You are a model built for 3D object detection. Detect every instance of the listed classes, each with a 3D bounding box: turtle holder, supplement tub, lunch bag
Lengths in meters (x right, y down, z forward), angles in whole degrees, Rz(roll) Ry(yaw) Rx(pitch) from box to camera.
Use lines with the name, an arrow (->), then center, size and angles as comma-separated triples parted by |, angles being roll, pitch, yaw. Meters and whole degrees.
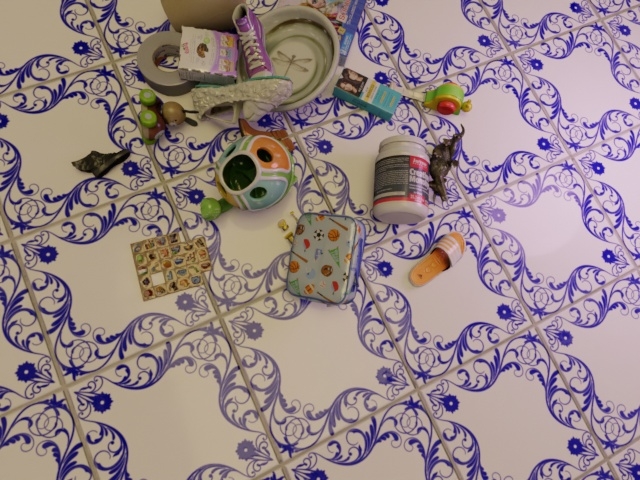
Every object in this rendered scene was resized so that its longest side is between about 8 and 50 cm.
turtle holder -> -0.249, -0.209, 1.362 | 0.319, 0.227, 0.244 | -9, 97, 13
supplement tub -> 0.282, -0.206, 1.471 | 0.190, 0.191, 0.273 | 6, 77, -6
lunch bag -> 0.024, 0.063, 1.364 | 0.242, 0.115, 0.304 | 8, 87, 23

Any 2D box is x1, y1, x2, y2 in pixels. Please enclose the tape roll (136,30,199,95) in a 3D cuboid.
tape roll -> -0.537, -0.636, 1.518 | 0.218, 0.072, 0.220 | 2, 77, -7

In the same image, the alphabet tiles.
alphabet tiles -> -0.488, 0.073, 1.399 | 0.236, 0.009, 0.199 | -16, 80, -11

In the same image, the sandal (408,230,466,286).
sandal -> 0.428, 0.068, 1.488 | 0.265, 0.076, 0.102 | -41, 86, -14

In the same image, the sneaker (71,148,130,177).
sneaker -> -0.736, -0.277, 1.421 | 0.170, 0.051, 0.089 | -42, 90, -11

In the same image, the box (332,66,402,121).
box -> 0.177, -0.556, 1.602 | 0.244, 0.060, 0.101 | 24, 75, -2

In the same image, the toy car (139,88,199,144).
toy car -> -0.513, -0.416, 1.441 | 0.188, 0.155, 0.149 | -3, 78, -21

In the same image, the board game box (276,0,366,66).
board game box -> -0.006, -0.879, 1.647 | 0.317, 0.066, 0.319 | 18, 76, -3

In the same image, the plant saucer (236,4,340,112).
plant saucer -> -0.117, -0.638, 1.525 | 0.399, 0.100, 0.402 | -3, 80, 15

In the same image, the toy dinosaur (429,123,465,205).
toy dinosaur -> 0.444, -0.302, 1.546 | 0.120, 0.160, 0.314 | 17, 69, -5

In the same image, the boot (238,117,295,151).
boot -> -0.195, -0.371, 1.510 | 0.152, 0.073, 0.197 | -29, 90, -15

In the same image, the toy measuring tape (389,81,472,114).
toy measuring tape -> 0.431, -0.563, 1.612 | 0.329, 0.121, 0.122 | 17, 76, -4

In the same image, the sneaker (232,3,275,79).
sneaker -> -0.240, -0.658, 1.428 | 0.102, 0.161, 0.283 | -17, 79, 10

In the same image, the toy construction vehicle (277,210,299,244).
toy construction vehicle -> -0.095, -0.042, 1.468 | 0.086, 0.035, 0.098 | -41, 83, -3

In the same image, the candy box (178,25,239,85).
candy box -> -0.386, -0.639, 1.468 | 0.196, 0.070, 0.165 | 4, 80, -12

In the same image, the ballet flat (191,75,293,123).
ballet flat -> -0.265, -0.462, 1.428 | 0.408, 0.147, 0.147 | 6, 74, 28

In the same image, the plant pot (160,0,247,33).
plant pot -> -0.419, -0.862, 1.515 | 0.273, 0.256, 0.257 | -22, 81, 4
